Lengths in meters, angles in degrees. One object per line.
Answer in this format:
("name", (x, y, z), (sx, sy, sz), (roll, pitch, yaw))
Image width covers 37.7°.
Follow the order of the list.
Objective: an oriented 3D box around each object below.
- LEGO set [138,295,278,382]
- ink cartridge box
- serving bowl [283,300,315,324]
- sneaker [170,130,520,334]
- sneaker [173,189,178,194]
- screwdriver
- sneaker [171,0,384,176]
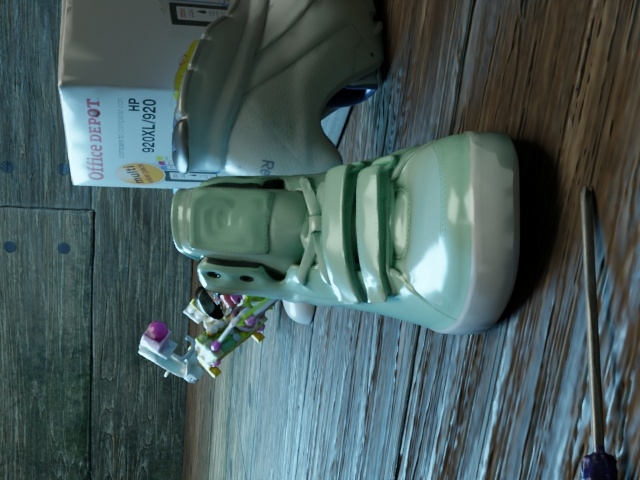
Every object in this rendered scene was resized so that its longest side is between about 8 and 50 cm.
("LEGO set", (-0.095, 0.043, 1.107), (0.107, 0.132, 0.287), (-51, 12, 45))
("ink cartridge box", (-0.105, -0.153, 0.829), (0.171, 0.233, 0.168), (112, 157, -62))
("serving bowl", (-0.024, 0.041, 0.924), (0.083, 0.027, 0.083), (-179, 90, -79))
("sneaker", (0.000, 0.001, 0.486), (0.256, 0.151, 0.094), (149, 123, -76))
("sneaker", (-0.148, -0.117, 1.325), (0.366, 0.135, 0.150), (92, 166, -55))
("screwdriver", (0.098, 0.061, 0.331), (0.025, 0.024, 0.169), (51, -141, -60))
("sneaker", (-0.010, -0.163, 0.692), (0.111, 0.129, 0.297), (118, 170, -70))
